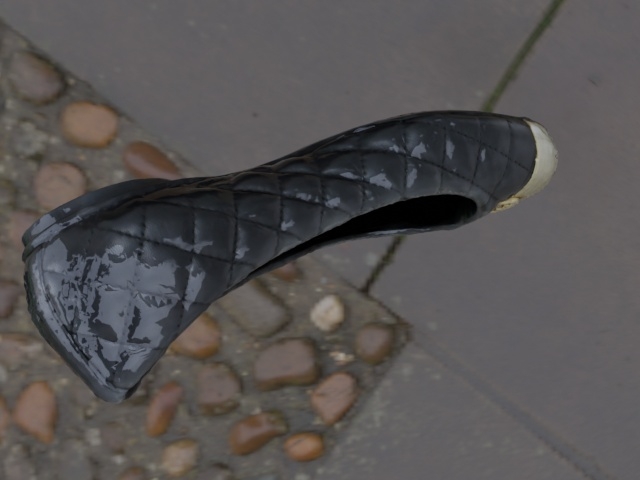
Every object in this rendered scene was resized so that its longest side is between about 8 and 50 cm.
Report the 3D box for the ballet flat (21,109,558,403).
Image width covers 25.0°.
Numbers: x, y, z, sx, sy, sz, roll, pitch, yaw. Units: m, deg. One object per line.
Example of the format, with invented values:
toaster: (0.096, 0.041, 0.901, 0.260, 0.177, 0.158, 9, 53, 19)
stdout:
ballet flat: (0.000, 0.000, 0.385, 0.057, 0.173, 0.049, -39, 72, 53)
